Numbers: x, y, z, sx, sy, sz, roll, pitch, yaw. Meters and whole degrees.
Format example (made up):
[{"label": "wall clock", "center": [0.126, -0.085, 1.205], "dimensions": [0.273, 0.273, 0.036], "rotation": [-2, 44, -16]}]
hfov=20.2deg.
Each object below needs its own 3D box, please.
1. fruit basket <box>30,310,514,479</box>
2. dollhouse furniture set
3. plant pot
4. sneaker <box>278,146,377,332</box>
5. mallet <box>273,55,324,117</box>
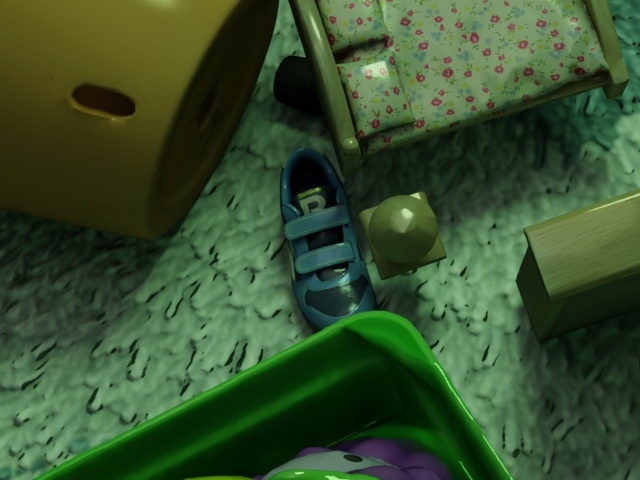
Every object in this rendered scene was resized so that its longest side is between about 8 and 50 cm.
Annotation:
[{"label": "fruit basket", "center": [-0.062, 0.197, 0.893], "dimensions": [0.392, 0.392, 0.283], "rotation": [-27, 55, -7]}, {"label": "dollhouse furniture set", "center": [0.146, -0.136, 1.115], "dimensions": [0.303, 0.174, 0.355], "rotation": [-18, 79, -2]}, {"label": "plant pot", "center": [-0.160, -0.132, 1.209], "dimensions": [0.203, 0.291, 0.291], "rotation": [25, 63, 8]}, {"label": "sneaker", "center": [0.000, 0.000, 1.200], "dimensions": [0.053, 0.059, 0.144], "rotation": [-16, 55, -2]}, {"label": "mallet", "center": [0.041, -0.160, 1.319], "dimensions": [0.062, 0.039, 0.189], "rotation": [25, 61, 27]}]
